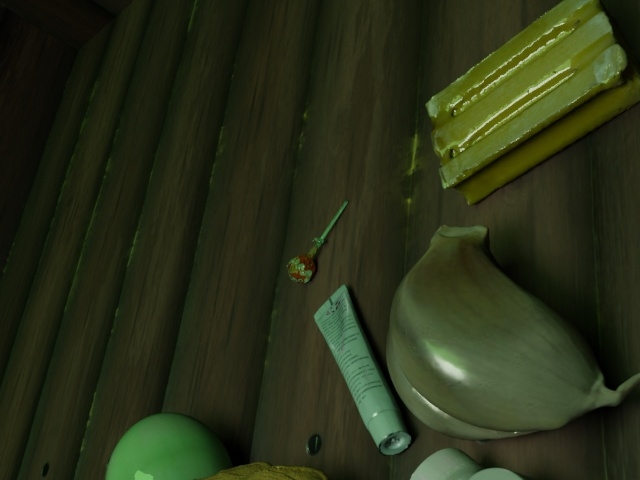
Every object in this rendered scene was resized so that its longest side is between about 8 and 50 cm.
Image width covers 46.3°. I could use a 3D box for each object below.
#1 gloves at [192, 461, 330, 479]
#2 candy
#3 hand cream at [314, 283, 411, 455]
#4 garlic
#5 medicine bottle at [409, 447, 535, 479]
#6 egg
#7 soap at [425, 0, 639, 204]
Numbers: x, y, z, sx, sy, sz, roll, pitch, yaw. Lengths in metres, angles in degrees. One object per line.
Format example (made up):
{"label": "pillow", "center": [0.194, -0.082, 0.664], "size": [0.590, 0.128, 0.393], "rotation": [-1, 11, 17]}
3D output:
{"label": "gloves", "center": [-0.051, 0.421, 1.083], "size": [0.356, 0.155, 0.203], "rotation": [10, 112, 33]}
{"label": "candy", "center": [0.000, 0.000, 1.417], "size": [0.055, 0.049, 0.184], "rotation": [33, 87, 25]}
{"label": "hand cream", "center": [0.057, 0.195, 1.192], "size": [0.085, 0.058, 0.331], "rotation": [-50, 37, 18]}
{"label": "garlic", "center": [0.218, 0.160, 0.960], "size": [0.246, 0.231, 0.340], "rotation": [-28, 45, -29]}
{"label": "medicine bottle", "center": [0.223, 0.359, 0.843], "size": [0.296, 0.111, 0.161], "rotation": [30, 90, 52]}
{"label": "egg", "center": [-0.259, 0.418, 1.294], "size": [0.220, 0.220, 0.269], "rotation": [-50, 31, 15]}
{"label": "soap", "center": [0.312, -0.211, 1.127], "size": [0.315, 0.091, 0.199], "rotation": [-34, 44, 31]}
